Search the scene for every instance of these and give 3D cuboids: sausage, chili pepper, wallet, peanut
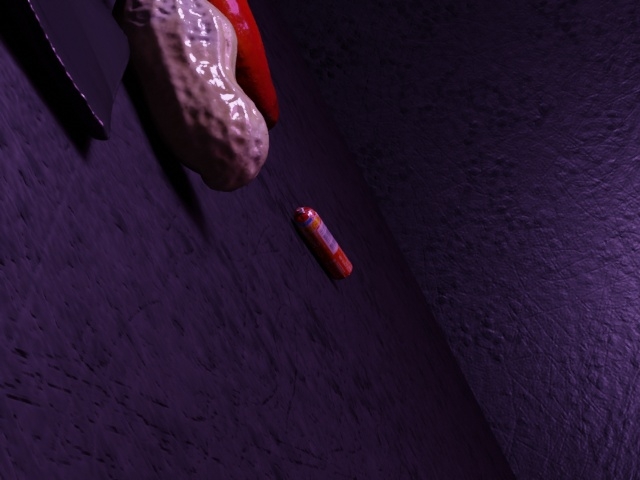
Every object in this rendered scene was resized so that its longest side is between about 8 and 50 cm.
[{"bbox_3d":[0.000,0.000,1.539,0.129,0.034,0.034,55,10,-41],"label":"sausage"},{"bbox_3d":[-0.144,-0.287,1.496,0.368,0.092,0.137,66,-13,-17],"label":"chili pepper"},{"bbox_3d":[-0.184,-0.157,0.876,0.124,0.025,0.244,59,6,-23],"label":"wallet"},{"bbox_3d":[-0.111,-0.137,1.035,0.090,0.098,0.214,114,-45,-66],"label":"peanut"}]
